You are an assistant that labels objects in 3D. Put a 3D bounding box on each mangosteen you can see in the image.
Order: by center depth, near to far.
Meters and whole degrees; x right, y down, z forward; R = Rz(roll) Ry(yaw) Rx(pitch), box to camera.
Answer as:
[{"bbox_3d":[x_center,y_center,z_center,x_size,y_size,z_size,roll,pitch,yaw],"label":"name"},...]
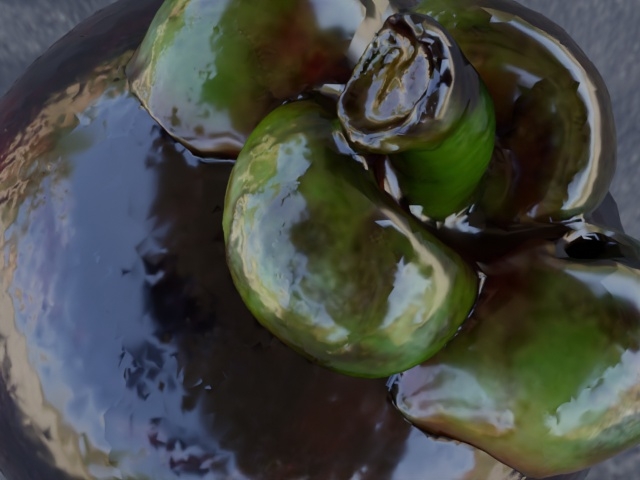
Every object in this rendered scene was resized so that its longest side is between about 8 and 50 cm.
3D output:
[{"bbox_3d":[-0.008,0.015,0.801,0.311,0.311,0.311,0,81,2],"label":"mangosteen"}]
